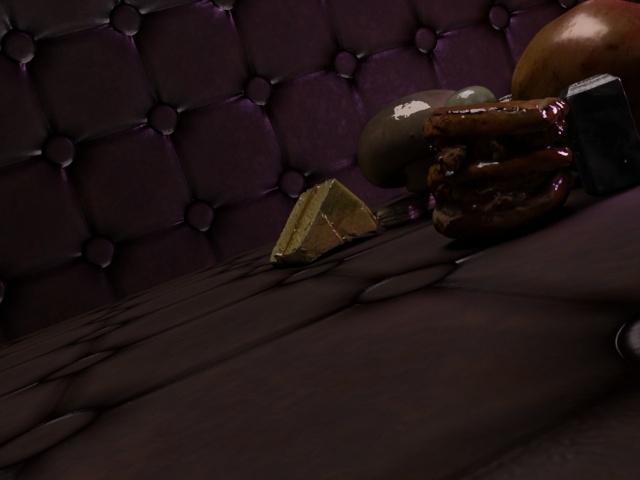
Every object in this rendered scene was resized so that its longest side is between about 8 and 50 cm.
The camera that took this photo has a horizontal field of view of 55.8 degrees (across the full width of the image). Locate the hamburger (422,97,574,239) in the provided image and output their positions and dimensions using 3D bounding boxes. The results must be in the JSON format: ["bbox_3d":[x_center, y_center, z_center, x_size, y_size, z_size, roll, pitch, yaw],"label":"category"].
[{"bbox_3d":[0.279,-0.122,0.963,0.245,0.212,0.260,-13,9,-13],"label":"hamburger"}]

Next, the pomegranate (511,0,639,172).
[{"bbox_3d":[0.542,-0.302,1.166,0.338,0.338,0.338,-20,4,2],"label":"pomegranate"}]

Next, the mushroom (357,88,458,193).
[{"bbox_3d":[0.279,-0.231,1.607,0.362,0.295,0.362,-18,-8,-3],"label":"mushroom"}]

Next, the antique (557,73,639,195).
[{"bbox_3d":[0.455,-0.174,0.984,0.086,0.183,0.088,-19,4,12],"label":"antique"}]

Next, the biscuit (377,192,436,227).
[{"bbox_3d":[0.261,-0.094,1.684,0.108,0.062,0.238,-14,8,40],"label":"biscuit"}]

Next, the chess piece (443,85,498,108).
[{"bbox_3d":[0.323,-0.180,1.187,0.144,0.251,0.144,-19,4,1],"label":"chess piece"}]

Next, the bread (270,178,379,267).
[{"bbox_3d":[0.000,0.000,1.620,0.236,0.198,0.263,-57,15,-17],"label":"bread"}]

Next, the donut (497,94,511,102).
[{"bbox_3d":[0.456,-0.226,1.425,0.269,0.103,0.270,-14,-38,-12],"label":"donut"}]
